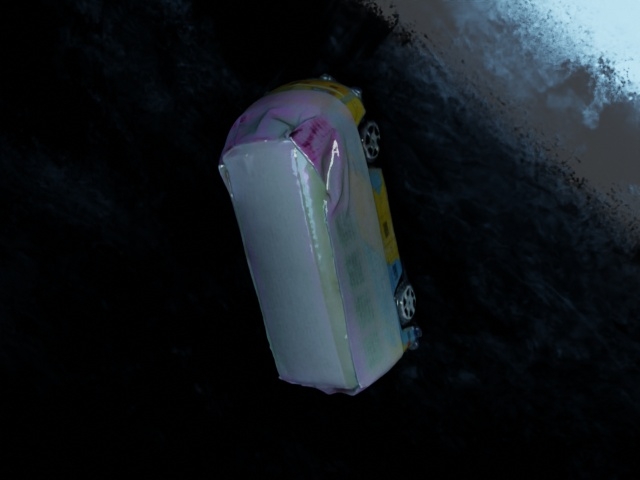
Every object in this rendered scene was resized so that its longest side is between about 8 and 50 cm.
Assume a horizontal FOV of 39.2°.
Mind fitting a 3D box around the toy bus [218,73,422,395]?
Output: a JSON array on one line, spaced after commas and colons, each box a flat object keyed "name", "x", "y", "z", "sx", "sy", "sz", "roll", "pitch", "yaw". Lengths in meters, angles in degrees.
[{"name": "toy bus", "x": 0.000, "y": 0.000, "z": 1.112, "sx": 0.171, "sy": 0.162, "sz": 0.386, "roll": -2, "pitch": 114, "yaw": 27}]
